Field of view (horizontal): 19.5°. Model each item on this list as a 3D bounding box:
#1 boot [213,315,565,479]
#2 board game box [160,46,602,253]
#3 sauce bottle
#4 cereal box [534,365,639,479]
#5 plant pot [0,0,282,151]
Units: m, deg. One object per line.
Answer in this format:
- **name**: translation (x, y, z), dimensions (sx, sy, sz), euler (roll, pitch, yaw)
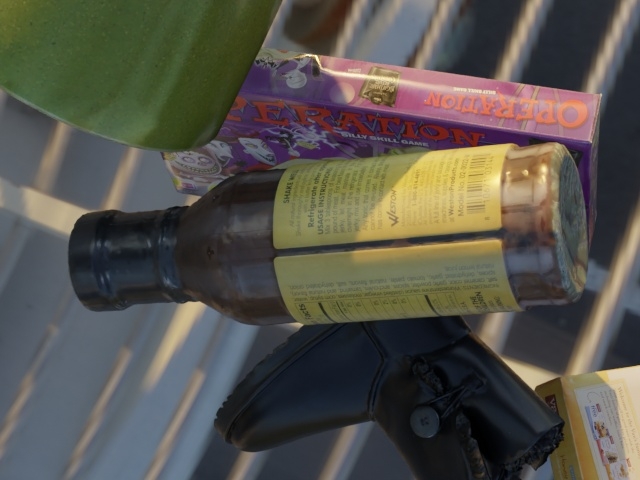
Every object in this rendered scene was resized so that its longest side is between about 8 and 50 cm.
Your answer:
- **boot**: translation (0.052, 0.152, 1.482), dimensions (0.246, 0.207, 0.094), euler (-42, 164, 22)
- **board game box**: translation (0.039, -0.071, 1.430), dimensions (0.208, 0.347, 0.056), euler (77, 25, -61)
- **sauce bottle**: translation (0.000, 0.000, 1.230), dimensions (0.111, 0.344, 0.111), euler (-3, 90, -70)
- **cereal box**: translation (0.308, 0.188, 1.580), dimensions (0.240, 0.047, 0.173), euler (-5, 76, -28)
- **plant pot**: translation (-0.102, -0.256, 1.178), dimensions (0.275, 0.275, 0.293), euler (22, 116, -31)
